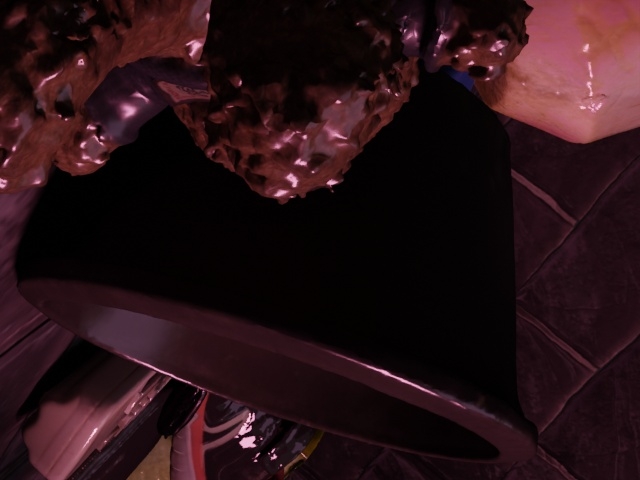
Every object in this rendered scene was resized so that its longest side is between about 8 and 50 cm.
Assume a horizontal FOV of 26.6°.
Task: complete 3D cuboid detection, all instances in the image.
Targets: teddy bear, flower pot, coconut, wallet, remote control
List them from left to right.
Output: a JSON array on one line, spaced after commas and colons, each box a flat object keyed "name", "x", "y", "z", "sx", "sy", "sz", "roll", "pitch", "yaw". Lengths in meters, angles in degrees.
[{"name": "wallet", "x": -0.223, "y": 0.232, "z": 1.262, "sx": 0.250, "sy": 0.044, "sz": 0.149, "roll": -47, "pitch": 170, "yaw": -34}, {"name": "remote control", "x": -0.138, "y": 0.094, "z": 0.972, "sx": 0.090, "sy": 0.049, "sz": 0.230, "roll": -54, "pitch": 176, "yaw": 23}, {"name": "teddy bear", "x": -0.021, "y": -0.076, "z": 0.454, "sx": 0.251, "sy": 0.182, "sz": 0.129, "roll": -8, "pitch": 101, "yaw": -81}, {"name": "flower pot", "x": 0.000, "y": 0.000, "z": 0.683, "sx": 0.269, "sy": 0.269, "sz": 0.166, "roll": 109, "pitch": -1, "yaw": -75}, {"name": "coconut", "x": 0.256, "y": -0.217, "z": 1.223, "sx": 0.259, "sy": 0.259, "sz": 0.259, "roll": -50, "pitch": 175, "yaw": -6}]

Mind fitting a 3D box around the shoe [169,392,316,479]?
[{"name": "shoe", "x": -0.068, "y": 0.164, "z": 1.313, "sx": 0.114, "sy": 0.137, "sz": 0.291, "roll": -79, "pitch": 180, "yaw": -50}]

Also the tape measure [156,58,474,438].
[{"name": "tape measure", "x": 0.001, "y": -0.012, "z": 0.973, "sx": 0.215, "sy": 0.098, "sz": 0.351, "roll": -47, "pitch": 167, "yaw": -55}]

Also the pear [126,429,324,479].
[{"name": "pear", "x": -0.107, "y": 0.223, "z": 1.560, "sx": 0.292, "sy": 0.159, "sz": 0.292, "roll": -48, "pitch": 177, "yaw": -3}]
